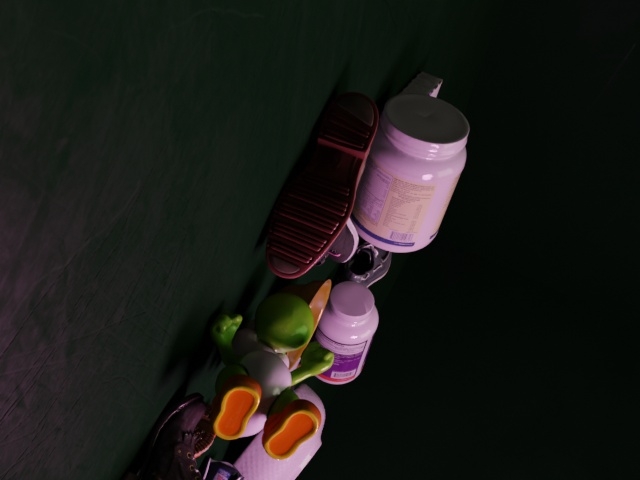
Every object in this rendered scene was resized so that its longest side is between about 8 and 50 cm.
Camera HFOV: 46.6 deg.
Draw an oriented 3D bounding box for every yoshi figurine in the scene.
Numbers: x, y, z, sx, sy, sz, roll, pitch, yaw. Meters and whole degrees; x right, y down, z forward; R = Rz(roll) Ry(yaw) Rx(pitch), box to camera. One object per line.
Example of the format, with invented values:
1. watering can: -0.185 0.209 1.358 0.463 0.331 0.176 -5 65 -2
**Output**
1. yoshi figurine: -0.082 0.193 1.258 0.362 0.203 0.203 -106 -178 -73

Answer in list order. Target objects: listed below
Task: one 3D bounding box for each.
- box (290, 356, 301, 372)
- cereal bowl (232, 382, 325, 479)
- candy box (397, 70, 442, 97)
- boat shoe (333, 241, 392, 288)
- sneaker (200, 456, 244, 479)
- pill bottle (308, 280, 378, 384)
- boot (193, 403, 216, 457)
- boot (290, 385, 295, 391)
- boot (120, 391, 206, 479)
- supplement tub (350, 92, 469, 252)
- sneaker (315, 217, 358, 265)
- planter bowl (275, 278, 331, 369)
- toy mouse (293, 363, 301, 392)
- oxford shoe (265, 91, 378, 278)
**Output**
1. box: -0.122 0.309 1.691 0.067 0.063 0.324 -65 169 8
2. cereal bowl: -0.098 0.541 1.922 0.339 0.141 0.339 -50 172 -9
3. candy box: 0.241 -0.335 1.966 0.196 0.070 0.165 -50 161 -51
4. boat shoe: 0.148 0.062 2.283 0.319 0.116 0.099 -44 161 -48
5. sneaker: -0.246 0.562 1.562 0.153 0.099 0.282 -62 176 9
6. pill bottle: 0.063 0.264 2.147 0.181 0.181 0.323 -55 165 -41
7. boot: -0.228 0.373 1.364 0.084 0.059 0.158 -64 171 19
8. boot: -0.105 0.409 1.967 0.190 0.069 0.086 -31 139 -72
9. boot: -0.182 0.393 1.162 0.263 0.229 0.091 -58 167 -29
10. supplement tub: 0.207 -0.158 1.762 0.235 0.235 0.325 -53 164 -46
11. sneaker: 0.000 0.000 1.510 0.147 0.105 0.295 -58 161 -24
12. planter bowl: -0.064 0.163 1.572 0.217 0.090 0.217 -60 167 -23
13. toy mouse: -0.077 0.424 2.227 0.161 0.031 0.143 -53 163 -48
14. oxford shoe: 0.011 -0.085 1.319 0.348 0.123 0.130 -62 174 -9
